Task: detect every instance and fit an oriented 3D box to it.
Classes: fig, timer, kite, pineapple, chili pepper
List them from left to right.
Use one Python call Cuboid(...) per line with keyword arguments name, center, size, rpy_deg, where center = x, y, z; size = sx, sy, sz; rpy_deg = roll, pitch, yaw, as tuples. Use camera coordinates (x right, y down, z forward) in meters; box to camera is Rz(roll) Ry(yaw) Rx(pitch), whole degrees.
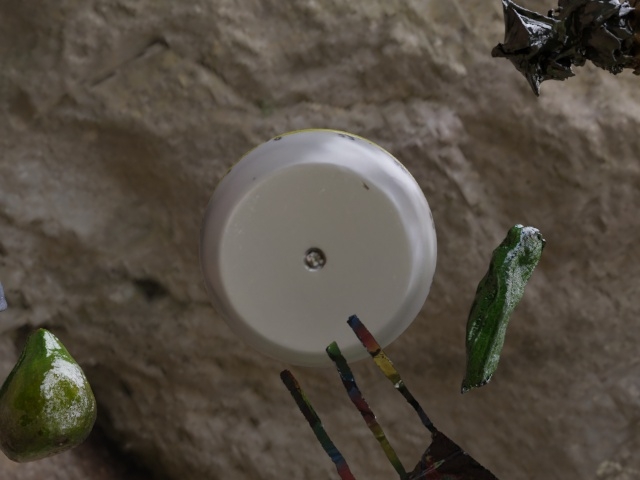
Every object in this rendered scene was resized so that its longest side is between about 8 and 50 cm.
Cuboid(name="fig", center=(-0.331, 0.178, 1.399), size=(0.123, 0.123, 0.156), rpy_deg=(91, -16, -75))
Cuboid(name="timer", center=(0.000, 0.000, 1.348), size=(0.285, 0.285, 0.285), rpy_deg=(58, -8, 13))
Cuboid(name="kite", center=(0.063, 0.187, 0.951), size=(0.015, 0.152, 0.285), rpy_deg=(20, 30, -54))
Cuboid(name="chili pepper", center=(0.212, 0.085, 1.444), size=(0.061, 0.224, 0.098), rpy_deg=(23, -10, 11))
Cuboid(name="pineapple", center=(0.291, -0.206, 1.193), size=(0.111, 0.237, 0.119), rpy_deg=(0, 89, -87))

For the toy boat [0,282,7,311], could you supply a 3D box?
Cuboid(name="toy boat", center=(-0.385, 0.055, 1.177), size=(0.283, 0.127, 0.078), rpy_deg=(-7, -85, 62))
